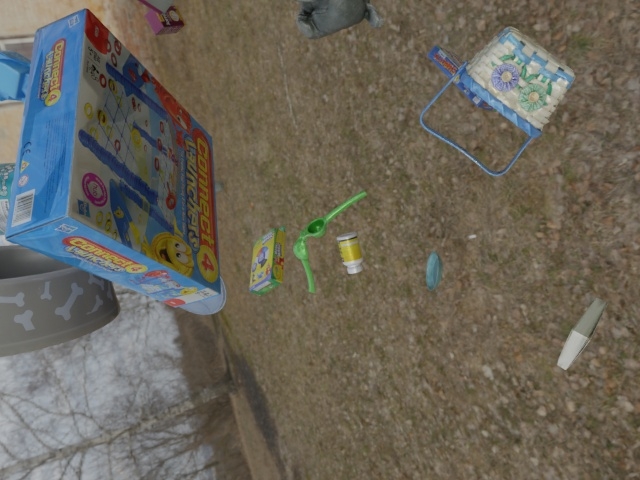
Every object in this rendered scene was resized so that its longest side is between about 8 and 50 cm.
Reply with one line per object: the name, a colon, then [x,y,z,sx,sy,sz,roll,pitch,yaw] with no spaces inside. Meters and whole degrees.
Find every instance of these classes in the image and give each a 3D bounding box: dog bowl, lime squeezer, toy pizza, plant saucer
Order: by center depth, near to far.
dog bowl: [-0.508,0.080,0.771,0.348,0.348,0.102,-154,63,-67]
toy pizza: [-0.285,0.077,1.041,0.201,0.032,0.201,15,129,19]
lime squeezer: [0.000,0.000,1.181,0.059,0.109,0.311,-89,24,-64]
plant saucer: [0.349,0.094,1.466,0.119,0.021,0.120,-175,90,-87]
dog bowl: [-0.940,-0.495,1.554,0.166,0.297,0.074,-53,10,33]

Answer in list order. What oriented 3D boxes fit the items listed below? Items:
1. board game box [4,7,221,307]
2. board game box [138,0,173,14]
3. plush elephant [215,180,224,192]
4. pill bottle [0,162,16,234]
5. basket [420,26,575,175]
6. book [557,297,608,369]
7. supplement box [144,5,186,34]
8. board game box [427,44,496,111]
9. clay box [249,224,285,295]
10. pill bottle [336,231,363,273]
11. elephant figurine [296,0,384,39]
board game box: [-0.260,-0.094,0.680,0.302,0.086,0.309,46,-149,-61]
board game box: [-0.383,-0.528,0.767,0.303,0.097,0.224,48,-165,13]
plush elephant: [-0.423,-0.165,1.461,0.330,0.255,0.272,35,141,23]
pill bottle: [-0.620,-0.084,0.978,0.146,0.263,0.146,-2,-90,-85]
basket: [0.409,-0.325,1.129,0.289,0.254,0.201,-56,3,36]
book: [0.531,0.188,0.982,0.035,0.144,0.096,31,132,29]
supplement box: [-0.393,-0.559,1.226,0.043,0.083,0.055,-18,104,37]
board game box: [0.383,-0.424,1.269,0.035,0.136,0.201,-48,67,32]
clay box: [-0.175,0.057,1.603,0.127,0.053,0.222,-33,46,40]
pill bottle: [0.093,0.038,1.454,0.065,0.065,0.117,-174,68,-71]
elephant figurine: [-0.020,-0.486,0.850,0.239,0.185,0.170,41,-142,-58]
